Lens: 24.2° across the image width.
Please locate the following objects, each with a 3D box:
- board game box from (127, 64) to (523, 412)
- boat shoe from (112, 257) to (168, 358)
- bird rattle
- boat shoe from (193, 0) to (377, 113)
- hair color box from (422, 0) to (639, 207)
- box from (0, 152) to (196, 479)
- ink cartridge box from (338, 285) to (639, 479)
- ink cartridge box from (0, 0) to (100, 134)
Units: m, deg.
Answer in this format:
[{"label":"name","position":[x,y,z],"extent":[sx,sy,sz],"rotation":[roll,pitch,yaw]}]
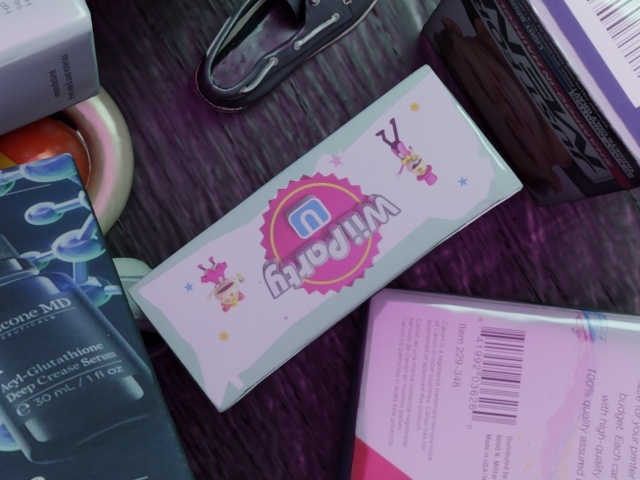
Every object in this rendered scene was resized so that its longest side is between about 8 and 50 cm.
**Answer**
[{"label":"board game box","position":[0.000,0.000,1.003],"extent":[0.224,0.303,0.097],"rotation":[-37,91,-2]},{"label":"boat shoe","position":[-0.216,0.075,1.070],"extent":[0.228,0.079,0.081],"rotation":[-14,50,-18]},{"label":"bird rattle","position":[-0.236,-0.077,1.114],"extent":[0.207,0.143,0.253],"rotation":[37,76,-12]},{"label":"boat shoe","position":[-0.014,-0.177,1.123],"extent":[0.075,0.065,0.206],"rotation":[45,89,0]},{"label":"hair color box","position":[0.171,-0.122,0.985],"extent":[0.105,0.347,0.174],"rotation":[-33,90,-2]},{"label":"box","position":[-0.224,0.162,0.827],"extent":[0.294,0.395,0.212],"rotation":[-15,126,-12]},{"label":"ink cartridge box","position":[0.171,0.159,1.092],"extent":[0.306,0.131,0.226],"rotation":[7,89,-3]},{"label":"ink cartridge box","position":[-0.377,-0.162,0.944],"extent":[0.395,0.166,0.285],"rotation":[-24,83,-10]}]
